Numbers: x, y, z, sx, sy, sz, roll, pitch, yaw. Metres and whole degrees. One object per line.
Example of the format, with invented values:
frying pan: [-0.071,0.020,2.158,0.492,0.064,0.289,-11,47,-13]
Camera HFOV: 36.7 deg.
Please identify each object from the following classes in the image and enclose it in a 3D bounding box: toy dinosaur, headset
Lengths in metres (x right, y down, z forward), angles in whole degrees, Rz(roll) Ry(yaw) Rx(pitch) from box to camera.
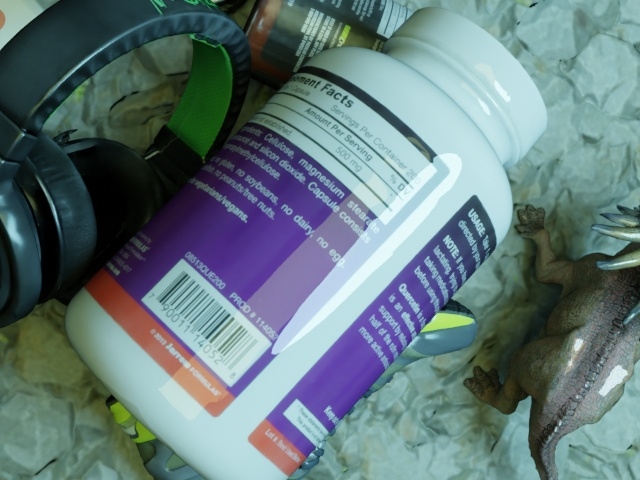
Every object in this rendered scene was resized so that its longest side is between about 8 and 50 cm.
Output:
toy dinosaur: [0.218,0.077,0.762,0.127,0.200,0.296,22,88,-10]
headset: [-0.214,-0.026,0.687,0.185,0.243,0.394,40,103,16]

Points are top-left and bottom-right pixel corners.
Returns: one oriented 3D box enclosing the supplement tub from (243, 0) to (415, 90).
supplement tub: [0.035,-0.144,0.773,0.197,0.106,0.106,25,87,-10]

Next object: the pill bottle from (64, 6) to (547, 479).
pill bottle: [0.000,0.000,0.644,0.181,0.181,0.323,45,80,-8]

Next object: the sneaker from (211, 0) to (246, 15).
sneaker: [-0.129,-0.199,0.777,0.135,0.052,0.058,-19,85,-16]

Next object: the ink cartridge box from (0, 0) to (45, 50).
ink cartridge box: [-0.360,-0.187,0.694,0.211,0.121,0.289,-42,98,-7]

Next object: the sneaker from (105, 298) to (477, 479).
sneaker: [-0.012,0.122,0.781,0.299,0.111,0.121,-19,102,-2]
